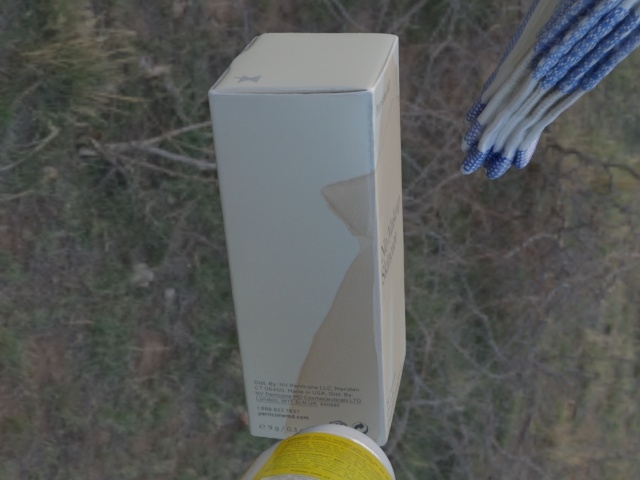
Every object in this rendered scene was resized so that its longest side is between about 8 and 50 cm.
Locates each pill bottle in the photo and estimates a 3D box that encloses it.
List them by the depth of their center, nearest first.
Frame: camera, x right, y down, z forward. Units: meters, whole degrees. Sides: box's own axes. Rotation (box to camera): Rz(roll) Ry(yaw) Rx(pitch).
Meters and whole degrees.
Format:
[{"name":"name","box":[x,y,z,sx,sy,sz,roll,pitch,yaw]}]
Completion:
[{"name":"pill bottle","box":[-0.008,0.193,0.611,0.208,0.119,0.119,-25,117,-79]}]

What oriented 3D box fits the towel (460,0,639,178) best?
[{"name":"towel","box":[0.149,-0.152,0.330,0.209,0.034,0.285,-58,-178,-25]}]

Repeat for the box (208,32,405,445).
[{"name":"box","box":[0.000,0.000,0.772,0.148,0.121,0.311,-68,157,-58]}]
